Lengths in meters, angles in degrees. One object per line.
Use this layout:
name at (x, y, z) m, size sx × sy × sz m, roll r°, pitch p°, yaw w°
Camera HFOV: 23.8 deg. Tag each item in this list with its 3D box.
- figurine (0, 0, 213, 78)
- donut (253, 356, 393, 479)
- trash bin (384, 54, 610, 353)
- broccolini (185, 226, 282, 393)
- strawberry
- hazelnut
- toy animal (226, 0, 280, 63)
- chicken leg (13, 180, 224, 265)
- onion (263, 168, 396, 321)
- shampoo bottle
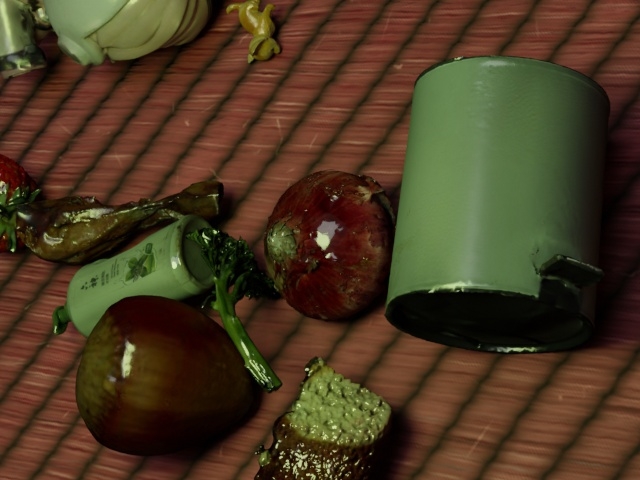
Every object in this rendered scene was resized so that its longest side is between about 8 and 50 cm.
figurine at (-0.310, -0.345, 2.058) m, size 0.361 × 0.211 × 0.253 m, roll 2°, pitch 70°, yaw 33°
donut at (0.006, 0.246, 1.666) m, size 0.126 × 0.144 × 0.186 m, roll 16°, pitch 47°, yaw 29°
trash bin at (0.192, -0.034, 1.610) m, size 0.277 × 0.217 × 0.262 m, roll -19°, pitch 57°, yaw 53°
broccolini at (-0.078, 0.089, 1.761) m, size 0.062 × 0.123 × 0.271 m, roll -56°, pitch 36°, yaw 26°
strawberry at (-0.446, -0.055, 2.062) m, size 0.148 × 0.131 × 0.131 m, roll 30°, pitch 86°, yaw 35°
hazelnut at (-0.180, 0.163, 1.773) m, size 0.208 × 0.208 × 0.208 m, roll -13°, pitch 62°, yaw 26°
toy animal at (-0.089, -0.271, 1.989) m, size 0.081 × 0.060 × 0.083 m, roll 14°, pitch 71°, yaw -6°
chicken leg at (-0.257, -0.026, 1.948) m, size 0.304 × 0.113 × 0.093 m, roll -10°, pitch 83°, yaw 25°
onion at (0.000, 0.000, 1.756) m, size 0.184 × 0.147 × 0.183 m, roll -8°, pitch 77°, yaw 37°
shampoo bottle at (-0.241, 0.057, 1.899) m, size 0.234 × 0.087 × 0.118 m, roll -25°, pitch 30°, yaw 25°
